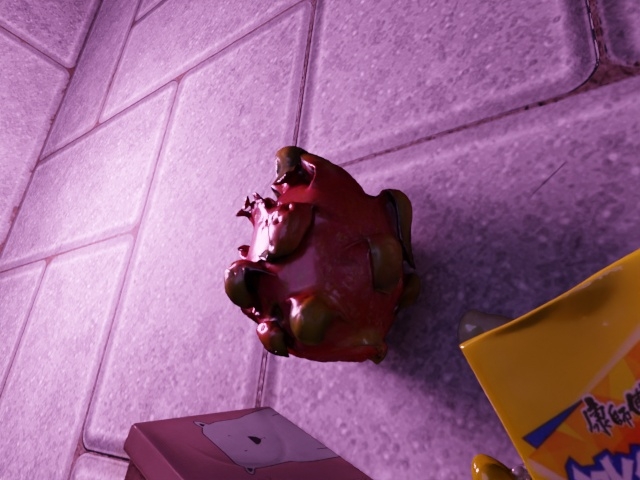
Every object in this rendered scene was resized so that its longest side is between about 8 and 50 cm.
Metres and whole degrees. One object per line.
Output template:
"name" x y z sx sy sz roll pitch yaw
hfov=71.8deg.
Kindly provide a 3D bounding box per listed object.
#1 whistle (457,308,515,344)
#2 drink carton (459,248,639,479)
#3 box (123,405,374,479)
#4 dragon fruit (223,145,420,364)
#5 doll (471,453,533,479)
"whistle" 0.251 0.112 0.404 0.258 0.067 0.126 11 76 45
"drink carton" 0.250 0.189 0.272 0.154 0.111 0.351 -41 61 31
"box" -0.077 0.279 0.492 0.215 0.215 0.086 14 89 43
"dragon fruit" -0.010 0.015 0.560 0.307 0.227 0.243 31 85 47
"doll" 0.206 0.226 0.395 0.135 0.071 0.113 25 67 38
